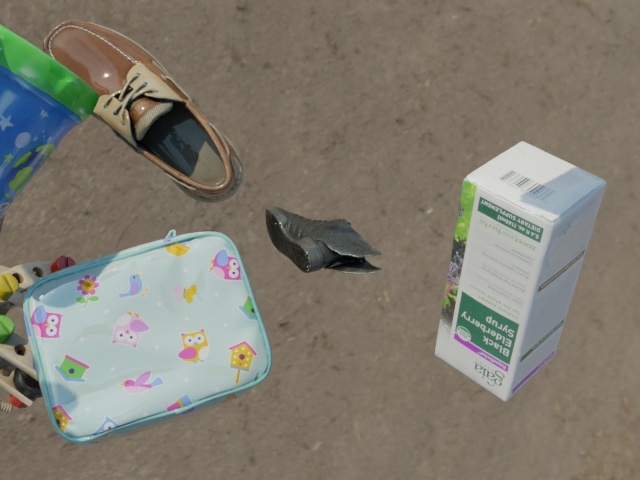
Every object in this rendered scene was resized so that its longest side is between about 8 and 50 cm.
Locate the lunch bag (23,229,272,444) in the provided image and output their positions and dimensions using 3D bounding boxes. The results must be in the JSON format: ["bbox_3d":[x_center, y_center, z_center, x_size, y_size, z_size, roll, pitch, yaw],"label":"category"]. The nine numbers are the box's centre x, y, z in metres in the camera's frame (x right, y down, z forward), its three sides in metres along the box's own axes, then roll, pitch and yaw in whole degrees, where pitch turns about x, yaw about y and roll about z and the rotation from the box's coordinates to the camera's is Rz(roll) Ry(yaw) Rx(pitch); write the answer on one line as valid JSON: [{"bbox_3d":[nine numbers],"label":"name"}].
[{"bbox_3d":[-0.207,0.111,1.006,0.279,0.108,0.224,-16,77,-18],"label":"lunch bag"}]

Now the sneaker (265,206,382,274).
[{"bbox_3d":[0.000,-0.002,1.037,0.089,0.170,0.051,-15,122,-22],"label":"sneaker"}]

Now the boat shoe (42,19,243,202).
[{"bbox_3d":[-0.229,-0.177,1.096,0.324,0.116,0.123,39,89,-9],"label":"boat shoe"}]

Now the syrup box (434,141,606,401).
[{"bbox_3d":[0.187,0.035,0.799,0.093,0.237,0.096,33,48,32],"label":"syrup box"}]

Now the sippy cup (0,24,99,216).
[{"bbox_3d":[-0.398,-0.122,0.889,0.224,0.240,0.305,-61,150,-4],"label":"sippy cup"}]

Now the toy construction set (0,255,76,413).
[{"bbox_3d":[-0.482,0.098,1.217,0.237,0.309,0.257,29,60,-32],"label":"toy construction set"}]

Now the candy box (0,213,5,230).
[{"bbox_3d":[-0.629,-0.036,1.357,0.183,0.087,0.316,18,80,-40],"label":"candy box"}]
